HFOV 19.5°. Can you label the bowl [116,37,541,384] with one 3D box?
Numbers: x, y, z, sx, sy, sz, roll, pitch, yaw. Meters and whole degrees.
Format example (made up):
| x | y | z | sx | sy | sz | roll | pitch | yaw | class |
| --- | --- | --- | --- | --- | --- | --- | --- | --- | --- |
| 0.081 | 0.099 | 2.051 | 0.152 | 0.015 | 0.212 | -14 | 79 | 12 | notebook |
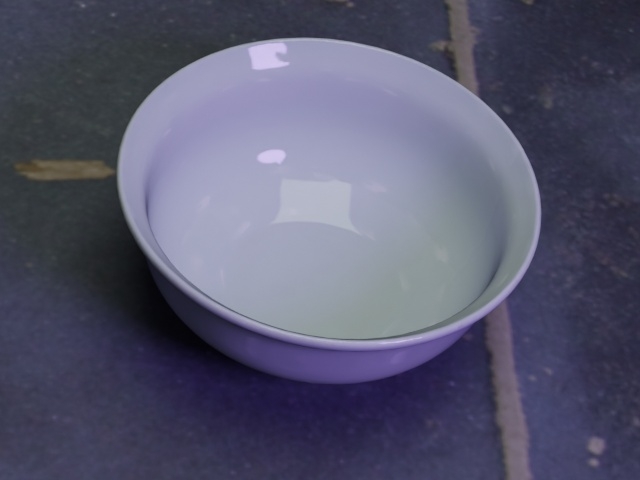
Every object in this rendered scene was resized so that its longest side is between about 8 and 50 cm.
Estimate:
| x | y | z | sx | sy | sz | roll | pitch | yaw | class |
| --- | --- | --- | --- | --- | --- | --- | --- | --- | --- |
| 0.000 | 0.000 | 1.338 | 0.297 | 0.134 | 0.298 | 5 | 48 | -5 | bowl |
